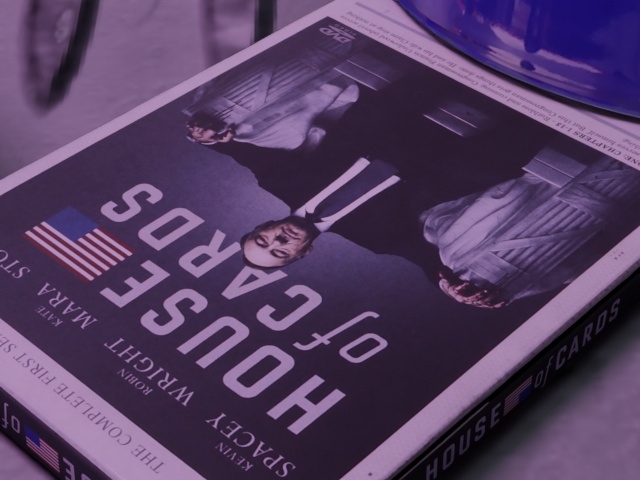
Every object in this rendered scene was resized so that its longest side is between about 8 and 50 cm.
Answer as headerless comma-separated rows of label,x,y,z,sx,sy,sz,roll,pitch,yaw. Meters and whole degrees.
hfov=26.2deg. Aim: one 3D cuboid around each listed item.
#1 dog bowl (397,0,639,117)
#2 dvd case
dog bowl,0.153,-0.152,0.553,0.264,0.104,0.265,4,36,-3
dvd case,0.000,0.000,0.453,0.179,0.030,0.238,32,48,30
